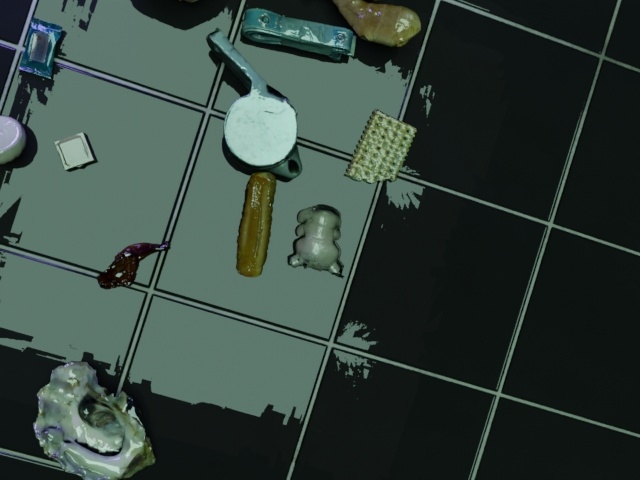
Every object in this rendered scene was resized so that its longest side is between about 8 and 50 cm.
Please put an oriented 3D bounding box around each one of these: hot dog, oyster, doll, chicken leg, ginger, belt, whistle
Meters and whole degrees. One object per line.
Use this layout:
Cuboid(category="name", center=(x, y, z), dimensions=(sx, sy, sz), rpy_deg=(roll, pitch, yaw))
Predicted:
Cuboid(category="hot dog", center=(-0.165, -0.042, 1.902), dimensions=(0.083, 0.068, 0.288), rpy_deg=(10, 110, -4))
Cuboid(category="oyster", center=(-0.569, 0.479, 1.874), dimensions=(0.351, 0.115, 0.237), rpy_deg=(37, 78, -11))
Cuboid(category="doll", center=(0.000, 0.000, 1.946), dimensions=(0.149, 0.095, 0.191), rpy_deg=(6, 87, -10))
Cuboid(category="chicken leg", center=(-0.487, 0.055, 1.905), dimensions=(0.205, 0.053, 0.093), rpy_deg=(-41, 119, 2))
Cuboid(category="ginger", center=(0.077, -0.664, 1.925), dimensions=(0.349, 0.122, 0.362), rpy_deg=(-4, 82, 1))
Cuboid(category="belt", center=(-0.055, -0.542, 1.936), dimensions=(0.303, 0.087, 0.072), rpy_deg=(11, 77, -8))
Cuboid(category="whistle", center=(-0.167, -0.347, 1.880), dimensions=(0.188, 0.168, 0.404), rpy_deg=(-11, 93, -7))

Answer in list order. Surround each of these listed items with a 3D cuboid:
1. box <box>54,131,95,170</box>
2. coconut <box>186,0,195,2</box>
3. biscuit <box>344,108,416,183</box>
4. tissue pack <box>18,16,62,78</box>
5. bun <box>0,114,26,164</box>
Cuboid(category="box", center=(-0.628, -0.226, 1.887), dimensions=(0.080, 0.035, 0.083), rpy_deg=(-20, 94, -7))
Cuboid(category="coconut", center=(-0.352, -0.772, 1.800), dimensions=(0.298, 0.297, 0.309), rpy_deg=(21, 90, -7))
Cuboid(category="biscuit", center=(0.168, -0.242, 2.002), dimensions=(0.144, 0.016, 0.203), rpy_deg=(23, 87, -7))
Cuboid(category="tissue pack", center=(-0.711, -0.490, 1.878), dimensions=(0.085, 0.028, 0.137), rpy_deg=(16, 93, -4))
Cuboid(category="bun", center=(-0.801, -0.238, 1.838), dimensions=(0.138, 0.094, 0.138), rpy_deg=(3, 53, -4))
